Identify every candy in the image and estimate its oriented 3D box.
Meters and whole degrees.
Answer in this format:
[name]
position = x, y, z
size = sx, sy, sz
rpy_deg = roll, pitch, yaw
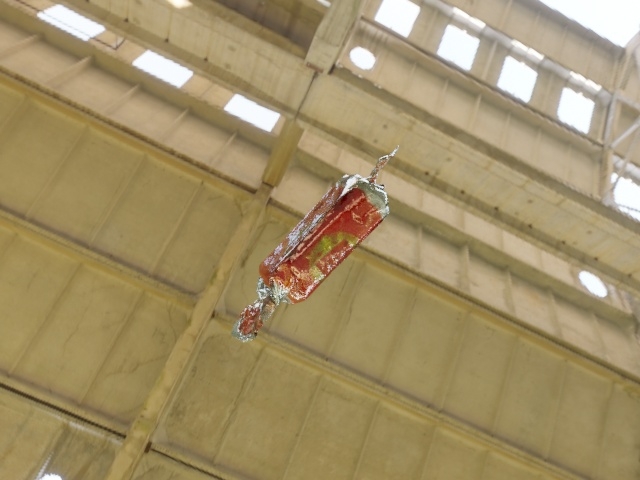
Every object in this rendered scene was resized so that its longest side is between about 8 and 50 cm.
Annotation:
[candy]
position = 0.000, 0.001, 0.620
size = 0.292, 0.086, 0.059
rpy_deg = -47, -72, -4
